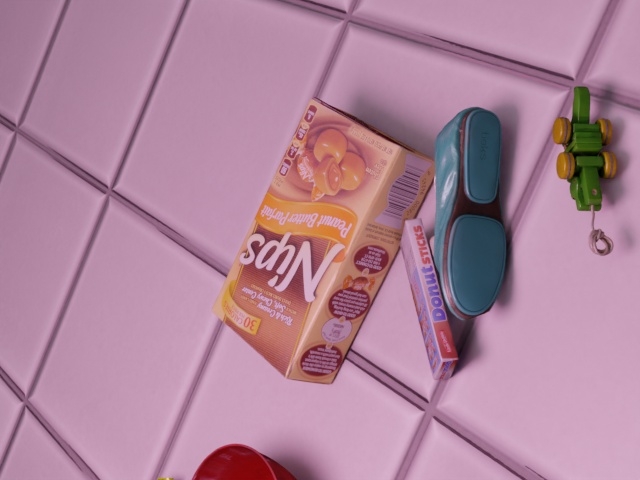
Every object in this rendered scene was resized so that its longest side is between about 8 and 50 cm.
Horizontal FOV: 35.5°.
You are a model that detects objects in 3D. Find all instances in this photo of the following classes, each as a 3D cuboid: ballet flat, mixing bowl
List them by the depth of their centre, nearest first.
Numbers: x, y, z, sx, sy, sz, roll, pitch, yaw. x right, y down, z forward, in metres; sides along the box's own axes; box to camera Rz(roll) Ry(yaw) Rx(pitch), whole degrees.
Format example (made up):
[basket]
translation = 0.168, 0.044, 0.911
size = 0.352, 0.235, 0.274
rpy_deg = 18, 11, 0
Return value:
[ballet flat]
translation = 0.164, -0.027, 1.137
size = 0.087, 0.083, 0.247
rpy_deg = 155, 122, -65
[mixing bowl]
translation = -0.077, 0.345, 1.234
size = 0.181, 0.098, 0.181
rpy_deg = -15, 68, 40

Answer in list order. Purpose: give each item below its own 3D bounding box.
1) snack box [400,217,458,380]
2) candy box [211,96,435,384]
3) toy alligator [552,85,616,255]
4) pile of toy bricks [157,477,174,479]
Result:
[snack box]
translation = 0.123, 0.067, 1.150
size = 0.064, 0.022, 0.178
rpy_deg = 97, 163, -62
[candy box]
translation = 0.000, 0.000, 1.270
size = 0.183, 0.087, 0.316
rpy_deg = 35, 103, 44
[toy alligator]
translation = 0.276, -0.068, 1.049
size = 0.051, 0.056, 0.190
rpy_deg = 106, 163, -72
[pile of toy bricks]
translation = -0.238, 0.386, 1.375
size = 0.212, 0.105, 0.118
rpy_deg = -14, 68, 42
